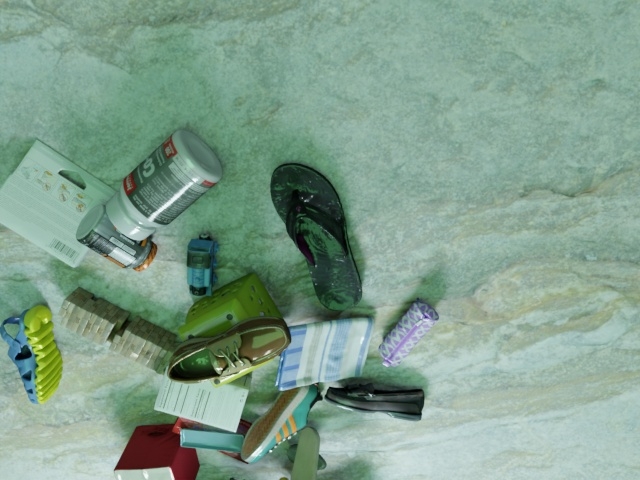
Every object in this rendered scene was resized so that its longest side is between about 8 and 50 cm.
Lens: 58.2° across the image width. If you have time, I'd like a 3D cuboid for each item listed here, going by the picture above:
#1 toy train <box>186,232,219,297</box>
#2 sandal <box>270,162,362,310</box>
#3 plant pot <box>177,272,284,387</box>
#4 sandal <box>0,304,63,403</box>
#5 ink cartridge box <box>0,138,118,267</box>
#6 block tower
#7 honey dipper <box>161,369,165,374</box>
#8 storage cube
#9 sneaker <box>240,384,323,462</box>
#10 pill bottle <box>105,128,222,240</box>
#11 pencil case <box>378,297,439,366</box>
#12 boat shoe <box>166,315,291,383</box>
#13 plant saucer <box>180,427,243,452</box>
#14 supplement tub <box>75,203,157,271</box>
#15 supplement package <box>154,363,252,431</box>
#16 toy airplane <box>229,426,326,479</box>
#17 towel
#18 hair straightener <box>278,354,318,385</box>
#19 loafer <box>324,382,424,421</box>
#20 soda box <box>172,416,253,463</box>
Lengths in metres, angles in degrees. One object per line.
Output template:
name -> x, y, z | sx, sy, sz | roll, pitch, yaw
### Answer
toy train -> -0.327, 0.074, 1.578 | 0.080, 0.105, 0.184 | 8, 112, 1
sandal -> 0.003, 0.000, 1.525 | 0.168, 0.107, 0.445 | -21, 109, 12
plant pot -> -0.240, 0.255, 1.576 | 0.227, 0.207, 0.228 | -28, 99, 14
sandal -> -0.868, 0.341, 1.725 | 0.138, 0.126, 0.317 | 1, 104, 7
ink cartridge box -> -0.715, -0.098, 1.563 | 0.275, 0.060, 0.238 | 35, 85, -10
block tower -> -0.586, 0.263, 1.682 | 0.336, 0.097, 0.090 | 30, 111, -6
honey dipper -> -0.423, 0.442, 1.778 | 0.161, 0.030, 0.030 | 29, 111, -5
storage cube -> -0.507, 0.713, 1.805 | 0.184, 0.193, 0.214 | -6, 113, 6
sneaker -> -0.109, 0.553, 1.725 | 0.121, 0.108, 0.302 | 41, 88, -27
pill bottle -> -0.402, -0.136, 1.468 | 0.283, 0.161, 0.161 | -37, 105, 16
pencil case -> 0.249, 0.263, 1.626 | 0.086, 0.088, 0.206 | 32, 112, -6
boat shoe -> -0.228, 0.284, 1.410 | 0.324, 0.120, 0.122 | -21, 100, 13
plant saucer -> -0.329, 0.607, 1.753 | 0.192, 0.018, 0.067 | 5, 112, 0
supplement tub -> -0.538, -0.001, 1.535 | 0.117, 0.117, 0.190 | -37, 129, 17
supplement package -> -0.341, 0.449, 1.698 | 0.244, 0.139, 0.133 | 17, 91, -2
toy airplane -> -0.084, 0.818, 1.735 | 0.386, 0.272, 0.384 | -35, 70, -1
towel -> 0.017, 0.317, 1.619 | 0.285, 0.034, 0.209 | -1, 115, -30
hair straightener -> -0.070, 0.331, 1.706 | 0.230, 0.047, 0.089 | 39, 106, -7
loafer -> 0.165, 0.462, 1.718 | 0.303, 0.109, 0.095 | 13, 93, -8
soda box -> -0.320, 0.592, 1.801 | 0.264, 0.083, 0.092 | 27, 111, -6
